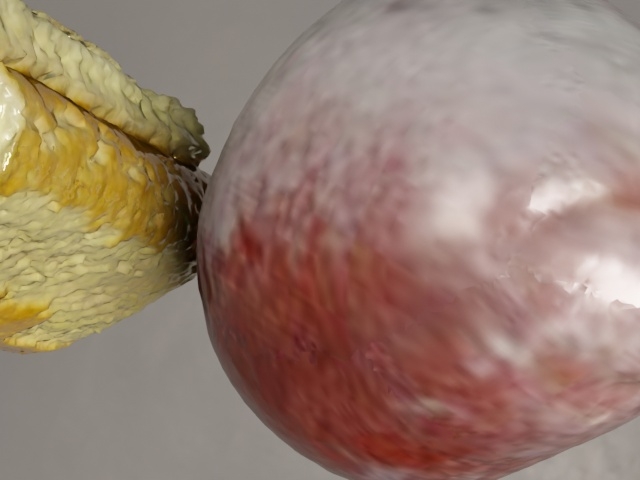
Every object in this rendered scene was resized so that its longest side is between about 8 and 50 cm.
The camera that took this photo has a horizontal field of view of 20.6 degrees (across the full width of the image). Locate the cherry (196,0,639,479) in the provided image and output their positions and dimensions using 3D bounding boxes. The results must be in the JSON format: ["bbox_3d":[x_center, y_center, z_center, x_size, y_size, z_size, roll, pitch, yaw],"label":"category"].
[{"bbox_3d":[0.094,-0.016,1.024,0.335,0.291,0.326,-32,-154,53],"label":"cherry"}]

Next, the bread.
[{"bbox_3d":[-0.225,-0.033,1.165,0.165,0.236,0.375,70,14,16],"label":"bread"}]
